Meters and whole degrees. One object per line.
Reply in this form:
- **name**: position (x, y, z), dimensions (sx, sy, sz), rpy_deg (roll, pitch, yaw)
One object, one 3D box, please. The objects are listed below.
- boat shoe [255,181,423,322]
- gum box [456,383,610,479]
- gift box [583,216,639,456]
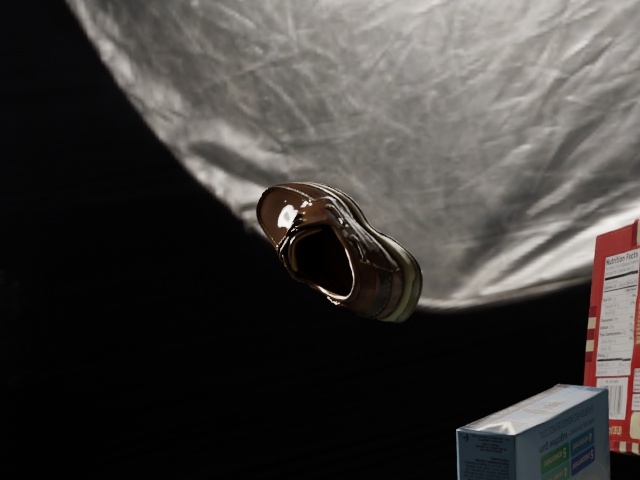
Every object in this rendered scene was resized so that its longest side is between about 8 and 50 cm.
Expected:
- **boat shoe**: position (0.000, 0.001, 0.751), dimensions (0.178, 0.060, 0.064), rpy_deg (38, 113, 47)
- **gum box**: position (0.142, 0.197, 0.657), dimensions (0.041, 0.157, 0.185), rpy_deg (1, 93, 35)
- **gift box**: position (0.403, 0.122, 0.950), dimensions (0.255, 0.258, 0.277), rpy_deg (157, 121, -79)
